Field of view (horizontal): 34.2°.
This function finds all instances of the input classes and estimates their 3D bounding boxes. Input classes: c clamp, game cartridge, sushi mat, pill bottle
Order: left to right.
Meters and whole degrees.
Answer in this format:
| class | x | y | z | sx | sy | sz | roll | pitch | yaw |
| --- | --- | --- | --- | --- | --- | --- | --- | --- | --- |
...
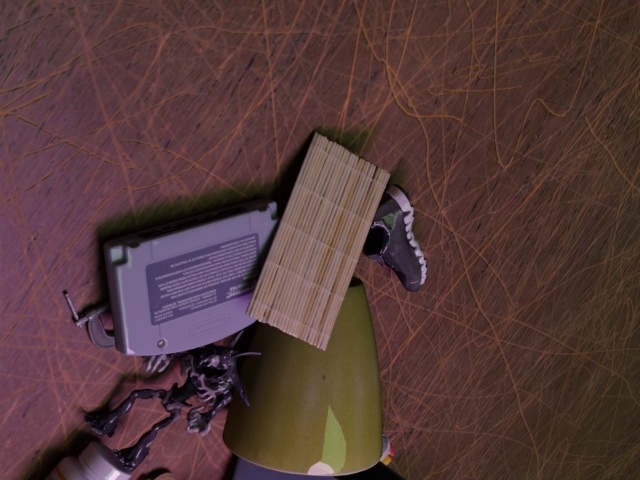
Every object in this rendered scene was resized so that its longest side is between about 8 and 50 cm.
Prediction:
| class | x | y | z | sx | sy | sz | roll | pitch | yaw |
| --- | --- | --- | --- | --- | --- | --- | --- | --- | --- |
| pill bottle | -0.397 | 0.422 | 1.628 | 0.215 | 0.117 | 0.117 | -49 | 140 | -3 |
| c clamp | -0.295 | 0.101 | 1.559 | 0.160 | 0.022 | 0.137 | -27 | 134 | -27 |
| game cartridge | -0.184 | 0.062 | 1.576 | 0.294 | 0.060 | 0.196 | -17 | 111 | -35 |
| sushi mat | 0.000 | 0.000 | 1.638 | 0.151 | 0.019 | 0.316 | 25 | 78 | -22 |

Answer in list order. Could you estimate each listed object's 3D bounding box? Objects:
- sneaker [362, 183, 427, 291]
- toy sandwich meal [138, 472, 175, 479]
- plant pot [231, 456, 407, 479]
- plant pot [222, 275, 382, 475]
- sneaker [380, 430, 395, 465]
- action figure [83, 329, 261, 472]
| class | x | y | z | sx | sy | sz | roll | pitch | yaw |
| --- | --- | --- | --- | --- | --- | --- | --- | --- | --- |
| sneaker | 0.123 | 0.014 | 1.855 | 0.106 | 0.078 | 0.234 | -32 | 133 | -18 |
| toy sandwich meal | -0.289 | 0.435 | 1.813 | 0.085 | 0.029 | 0.086 | -34 | 138 | -38 |
| plant pot | -0.025 | 0.496 | 1.913 | 0.247 | 0.248 | 0.252 | 21 | 96 | -49 |
| plant pot | -0.015 | 0.203 | 1.749 | 0.274 | 0.275 | 0.294 | -3 | 104 | -42 |
| sneaker | 0.041 | 0.454 | 2.112 | 0.225 | 0.088 | 0.093 | -35 | 117 | -19 |
| action figure | -0.221 | 0.239 | 1.628 | 0.275 | 0.164 | 0.141 | -38 | 172 | -4 |
